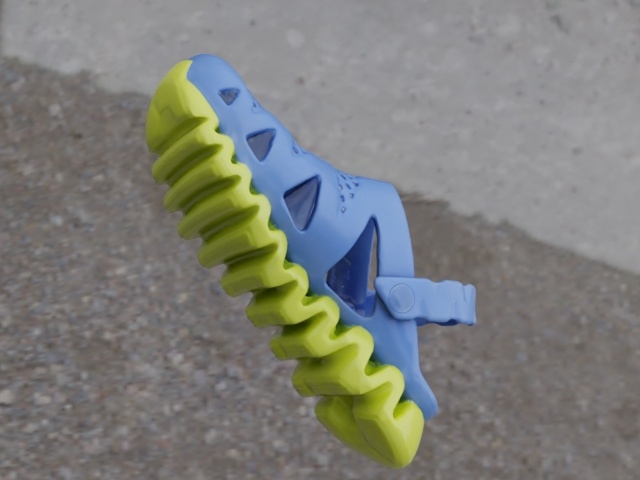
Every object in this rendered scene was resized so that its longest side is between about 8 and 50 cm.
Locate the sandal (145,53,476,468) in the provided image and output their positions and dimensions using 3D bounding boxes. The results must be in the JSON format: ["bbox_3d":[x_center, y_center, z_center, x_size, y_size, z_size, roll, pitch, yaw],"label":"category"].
[{"bbox_3d":[0.000,0.000,1.080,0.138,0.126,0.317,-41,109,-22],"label":"sandal"}]
